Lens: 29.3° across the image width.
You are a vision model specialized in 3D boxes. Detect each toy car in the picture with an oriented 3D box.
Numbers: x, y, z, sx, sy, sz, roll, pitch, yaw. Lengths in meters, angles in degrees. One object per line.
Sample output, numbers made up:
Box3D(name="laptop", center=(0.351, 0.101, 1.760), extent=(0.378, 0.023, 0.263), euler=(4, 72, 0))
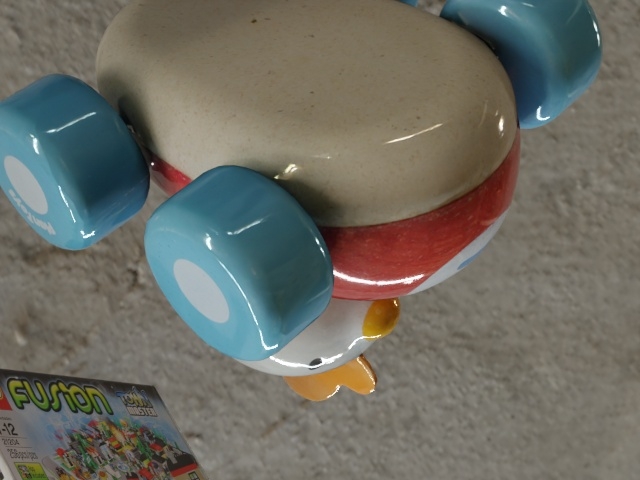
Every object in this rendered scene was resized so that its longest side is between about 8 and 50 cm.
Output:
Box3D(name="toy car", center=(0.000, 0.000, 0.592), extent=(0.219, 0.210, 0.238), euler=(-39, 140, -29))

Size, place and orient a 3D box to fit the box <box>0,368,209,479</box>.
Box3D(name="box", center=(-0.131, 0.131, 0.690), extent=(0.036, 0.114, 0.207), euler=(-38, 160, 12))
